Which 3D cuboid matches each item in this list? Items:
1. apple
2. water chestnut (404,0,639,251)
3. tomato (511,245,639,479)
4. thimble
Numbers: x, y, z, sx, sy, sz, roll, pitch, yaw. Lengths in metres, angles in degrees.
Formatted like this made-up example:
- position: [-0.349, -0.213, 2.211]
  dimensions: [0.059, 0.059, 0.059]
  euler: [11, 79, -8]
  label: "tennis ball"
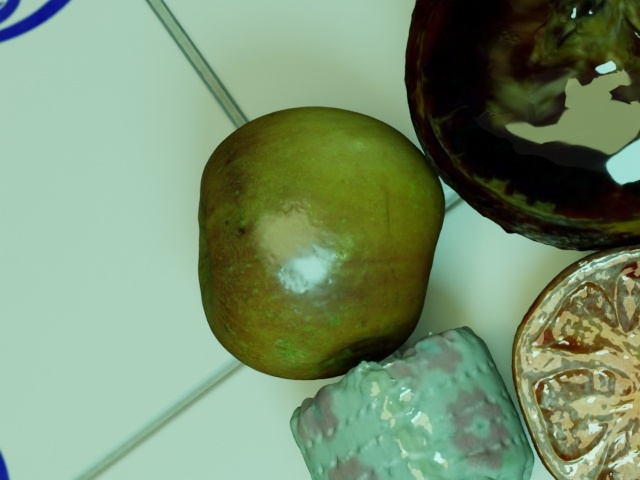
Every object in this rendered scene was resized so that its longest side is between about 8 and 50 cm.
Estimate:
- position: [0.000, 0.000, 1.388]
  dimensions: [0.207, 0.237, 0.237]
  euler: [0, 87, -9]
  label: "apple"
- position: [0.221, -0.156, 1.289]
  dimensions: [0.350, 0.302, 0.350]
  euler: [-1, 87, 15]
  label: "water chestnut"
- position: [0.282, 0.121, 1.369]
  dimensions: [0.237, 0.095, 0.236]
  euler: [-2, 83, 15]
  label: "tomato"
- position: [0.079, 0.172, 1.363]
  dimensions: [0.185, 0.211, 0.149]
  euler: [-24, 79, 1]
  label: "thimble"
